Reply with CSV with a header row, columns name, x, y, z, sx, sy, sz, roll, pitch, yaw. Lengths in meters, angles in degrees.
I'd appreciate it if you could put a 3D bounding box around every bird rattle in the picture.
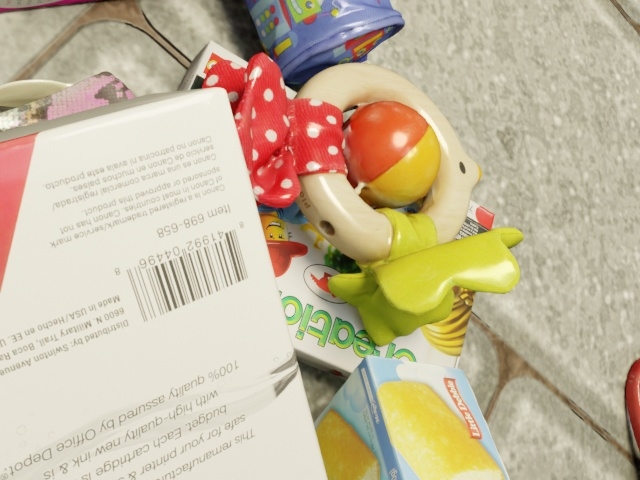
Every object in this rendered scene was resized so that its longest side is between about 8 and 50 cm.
name,x,y,z,sx,sy,sz,roll,pitch,yaw
bird rattle,0.026,-0.048,0.484,0.253,0.143,0.207,40,51,-2

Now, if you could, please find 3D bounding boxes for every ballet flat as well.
name,x,y,z,sx,sy,sz,roll,pitch,yaw
ballet flat,-0.217,-0.059,0.421,0.221,0.077,0.079,-31,78,-35

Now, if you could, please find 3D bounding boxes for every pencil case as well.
name,x,y,z,sx,sy,sz,roll,pitch,yaw
pencil case,-0.033,-0.283,0.536,0.306,0.119,0.133,69,21,0

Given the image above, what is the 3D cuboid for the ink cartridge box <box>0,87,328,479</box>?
name,x,y,z,sx,sy,sz,roll,pitch,yaw
ink cartridge box,-0.124,0.072,0.363,0.197,0.114,0.273,-22,110,-26

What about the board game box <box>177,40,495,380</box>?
name,x,y,z,sx,sy,sz,roll,pitch,yaw
board game box,0.000,0.000,0.535,0.305,0.053,0.193,27,69,-23

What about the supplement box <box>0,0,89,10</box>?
name,x,y,z,sx,sy,sz,roll,pitch,yaw
supplement box,-0.178,-0.239,0.447,0.220,0.111,0.114,-22,91,-31

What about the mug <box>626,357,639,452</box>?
name,x,y,z,sx,sy,sz,roll,pitch,yaw
mug,0.408,0.216,0.714,0.169,0.150,0.113,-57,145,-21

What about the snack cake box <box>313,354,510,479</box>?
name,x,y,z,sx,sy,sz,roll,pitch,yaw
snack cake box,0.060,0.224,0.398,0.089,0.152,0.264,14,37,-26
